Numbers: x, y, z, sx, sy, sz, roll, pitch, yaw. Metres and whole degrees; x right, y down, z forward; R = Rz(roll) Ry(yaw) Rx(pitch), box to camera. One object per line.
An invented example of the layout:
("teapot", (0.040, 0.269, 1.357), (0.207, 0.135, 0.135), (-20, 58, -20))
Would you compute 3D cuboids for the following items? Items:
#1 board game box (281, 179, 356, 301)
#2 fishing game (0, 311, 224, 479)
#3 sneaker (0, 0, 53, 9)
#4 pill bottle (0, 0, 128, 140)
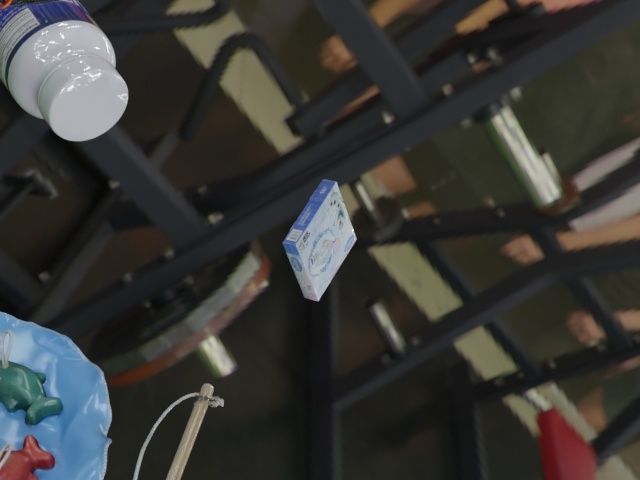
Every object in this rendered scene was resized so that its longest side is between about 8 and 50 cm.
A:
("board game box", (0.000, 0.000, 1.346), (0.090, 0.020, 0.090), (-57, 145, -31))
("fishing game", (-0.196, 0.090, 0.659), (0.189, 0.264, 0.041), (-64, 169, -49))
("sneaker", (-0.275, -0.168, 0.920), (0.083, 0.221, 0.087), (103, -28, -62))
("pill bottle", (-0.270, -0.186, 1.307), (0.186, 0.112, 0.112), (50, 12, 34))
